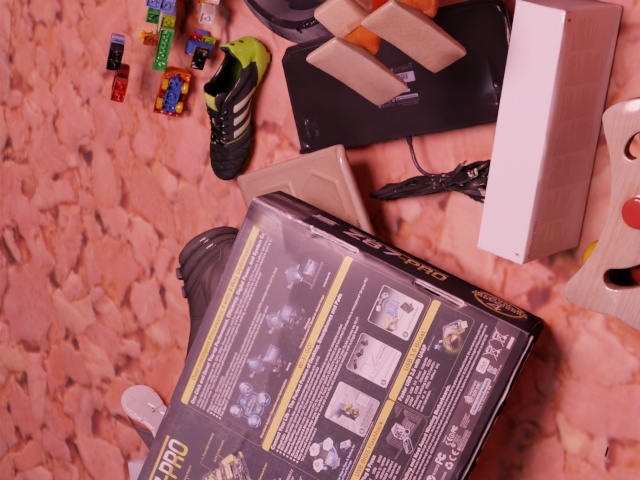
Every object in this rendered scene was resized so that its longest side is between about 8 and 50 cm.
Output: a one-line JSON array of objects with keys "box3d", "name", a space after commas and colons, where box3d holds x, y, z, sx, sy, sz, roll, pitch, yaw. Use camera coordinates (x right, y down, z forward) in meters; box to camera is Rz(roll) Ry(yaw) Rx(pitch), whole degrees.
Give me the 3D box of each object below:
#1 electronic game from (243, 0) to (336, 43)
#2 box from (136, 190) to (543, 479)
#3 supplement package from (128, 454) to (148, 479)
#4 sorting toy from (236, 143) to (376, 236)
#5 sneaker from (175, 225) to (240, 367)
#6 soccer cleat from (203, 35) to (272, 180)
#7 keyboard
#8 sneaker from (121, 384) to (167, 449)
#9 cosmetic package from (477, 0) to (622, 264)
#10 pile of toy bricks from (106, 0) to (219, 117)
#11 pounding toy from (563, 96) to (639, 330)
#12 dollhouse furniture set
[{"box3d": [-0.024, -0.324, 1.474, 0.229, 0.048, 0.229, 20, 121, 37], "name": "electronic game"}, {"box3d": [0.005, 0.192, 1.424, 0.318, 0.097, 0.395, 25, 104, 12], "name": "box"}, {"box3d": [-0.099, 0.343, 1.641, 0.203, 0.149, 0.194, -2, 99, 41], "name": "supplement package"}, {"box3d": [0.000, 0.000, 1.526, 0.208, 0.038, 0.193, -13, 99, 53], "name": "sorting toy"}, {"box3d": [-0.124, 0.103, 1.650, 0.147, 0.104, 0.296, 63, 145, 35], "name": "sneaker"}, {"box3d": [-0.108, -0.150, 1.577, 0.060, 0.072, 0.179, 32, 120, 32], "name": "soccer cleat"}, {"box3d": [0.092, -0.130, 1.428, 0.317, 0.033, 0.201, -5, 99, 45], "name": "keyboard"}, {"box3d": [-0.199, 0.257, 1.787, 0.158, 0.061, 0.065, 50, 155, 23], "name": "sneaker"}, {"box3d": [0.212, -0.105, 1.282, 0.060, 0.099, 0.239, 22, 114, 36], "name": "cosmetic package"}, {"box3d": [-0.183, -0.255, 1.616, 0.105, 0.118, 0.212, -92, 19, -43], "name": "pile of toy bricks"}, {"box3d": [0.289, -0.039, 1.189, 0.154, 0.155, 0.269, 42, 125, 22], "name": "pounding toy"}, {"box3d": [0.123, -0.275, 1.252, 0.259, 0.135, 0.262, -28, 42, 42], "name": "dollhouse furniture set"}]
